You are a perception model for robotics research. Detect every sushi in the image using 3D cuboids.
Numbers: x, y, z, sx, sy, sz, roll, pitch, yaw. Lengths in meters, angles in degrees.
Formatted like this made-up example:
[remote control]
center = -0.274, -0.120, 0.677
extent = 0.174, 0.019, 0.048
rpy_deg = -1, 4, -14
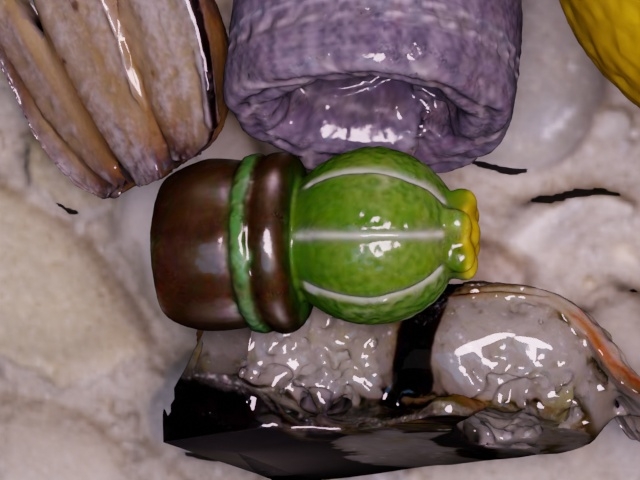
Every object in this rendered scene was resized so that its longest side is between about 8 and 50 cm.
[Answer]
[sushi]
center = 0.061, 0.057, 1.055
extent = 0.273, 0.134, 0.109
rpy_deg = -10, 70, 24

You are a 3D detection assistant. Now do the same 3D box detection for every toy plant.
[toy plant]
center = 0.000, 0.000, 0.994
extent = 0.162, 0.093, 0.093
rpy_deg = -3, 103, 10

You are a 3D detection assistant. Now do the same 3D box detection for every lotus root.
[lotus root]
center = -0.136, -0.189, 1.047
extent = 0.167, 0.078, 0.329
rpy_deg = -15, 98, 39

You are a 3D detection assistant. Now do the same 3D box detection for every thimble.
[thimble]
center = 0.029, -0.100, 0.997
extent = 0.150, 0.150, 0.098
rpy_deg = -2, 69, 13

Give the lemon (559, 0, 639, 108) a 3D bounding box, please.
[lemon]
center = 0.250, -0.175, 0.838
extent = 0.336, 0.336, 0.336
rpy_deg = 3, 105, 12
